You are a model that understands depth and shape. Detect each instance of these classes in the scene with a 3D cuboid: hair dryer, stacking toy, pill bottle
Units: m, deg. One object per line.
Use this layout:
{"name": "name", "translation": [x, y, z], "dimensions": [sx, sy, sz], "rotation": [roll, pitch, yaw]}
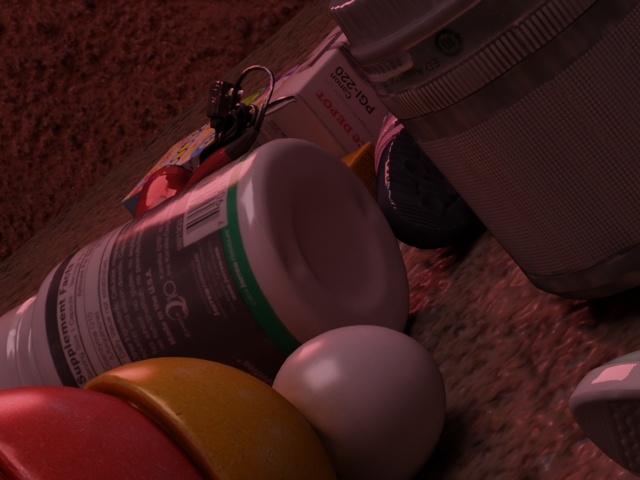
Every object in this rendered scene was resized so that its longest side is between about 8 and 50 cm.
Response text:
{"name": "hair dryer", "translation": [-0.149, -0.060, 1.581], "dimensions": [0.223, 0.080, 0.293], "rotation": [-166, 96, -77]}
{"name": "stacking toy", "translation": [-0.105, 0.179, 0.861], "dimensions": [0.480, 0.350, 0.351], "rotation": [-31, 8, -30]}
{"name": "pill bottle", "translation": [-0.120, 0.073, 1.243], "dimensions": [0.361, 0.204, 0.204], "rotation": [-27, 19, 32]}

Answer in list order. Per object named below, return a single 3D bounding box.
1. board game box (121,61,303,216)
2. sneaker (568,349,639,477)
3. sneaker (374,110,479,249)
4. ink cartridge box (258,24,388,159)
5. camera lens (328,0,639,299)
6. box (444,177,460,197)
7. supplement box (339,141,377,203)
{"name": "board game box", "translation": [-0.096, -0.085, 1.808], "dimensions": [0.275, 0.144, 0.142], "rotation": [-27, 20, 42]}
{"name": "sneaker", "translation": [0.244, 0.041, 0.656], "dimensions": [0.256, 0.094, 0.151], "rotation": [-12, 36, 44]}
{"name": "sneaker", "translation": [0.100, -0.060, 1.374], "dimensions": [0.131, 0.112, 0.319], "rotation": [-61, 4, 33]}
{"name": "ink cartridge box", "translation": [0.053, -0.161, 1.617], "dimensions": [0.218, 0.158, 0.092], "rotation": [-50, 17, -29]}
{"name": "camera lens", "translation": [0.166, -0.114, 0.954], "dimensions": [0.219, 0.274, 0.219], "rotation": [-38, 15, 12]}
{"name": "box", "translation": [0.166, -0.124, 1.186], "dimensions": [0.093, 0.156, 0.158], "rotation": [-13, 2, -24]}
{"name": "supplement box", "translation": [0.000, 0.000, 1.448], "dimensions": [0.078, 0.080, 0.233], "rotation": [-25, 23, 45]}
